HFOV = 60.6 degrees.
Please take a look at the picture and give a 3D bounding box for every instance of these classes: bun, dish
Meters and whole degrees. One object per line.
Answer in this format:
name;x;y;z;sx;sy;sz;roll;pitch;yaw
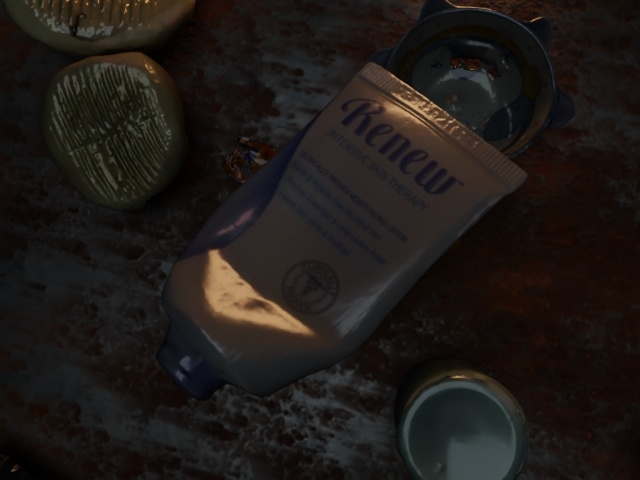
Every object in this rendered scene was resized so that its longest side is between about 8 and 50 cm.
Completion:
bun;-0.254;-0.139;0.711;0.179;0.128;0.193;-20;103;4
bun;-0.289;-0.329;0.733;0.237;0.116;0.209;0;77;-17
dish;0.189;-0.190;0.696;0.236;0.086;0.228;39;88;7

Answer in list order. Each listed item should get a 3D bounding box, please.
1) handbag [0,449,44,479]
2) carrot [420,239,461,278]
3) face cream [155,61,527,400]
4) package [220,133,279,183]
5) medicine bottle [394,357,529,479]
handbag;-0.404;0.410;0.694;0.211;0.089;0.254;24;87;1
carrot;0.019;0.025;0.682;0.302;0.114;0.114;-18;84;7
face cream;0.000;0.000;0.594;0.235;0.137;0.420;41;77;19
package;-0.073;-0.099;0.737;0.111;0.033;0.077;26;78;2
medicine bottle;0.150;0.204;0.623;0.135;0.168;0.135;0;85;4
